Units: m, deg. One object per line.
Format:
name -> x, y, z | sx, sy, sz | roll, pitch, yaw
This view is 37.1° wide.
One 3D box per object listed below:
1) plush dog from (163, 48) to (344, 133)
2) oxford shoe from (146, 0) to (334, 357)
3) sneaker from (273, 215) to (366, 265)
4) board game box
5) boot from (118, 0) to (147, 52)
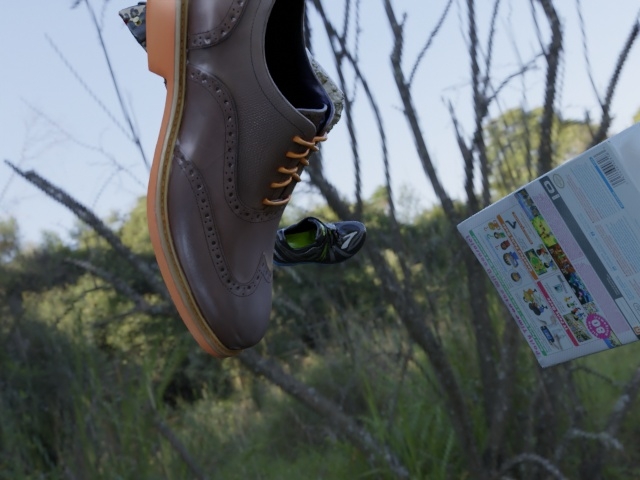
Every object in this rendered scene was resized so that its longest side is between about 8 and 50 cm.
plush dog -> -0.126, -0.243, 1.445 | 0.225, 0.262, 0.210 | -37, -18, 10
oxford shoe -> -0.061, -0.068, 0.801 | 0.132, 0.364, 0.130 | 4, 19, 22
sneaker -> 0.000, 0.000, 1.554 | 0.188, 0.067, 0.078 | -7, -24, -31
board game box -> 0.328, 0.013, 1.139 | 0.097, 0.224, 0.303 | -29, -2, -31
boot -> -0.253, -0.490, 1.794 | 0.284, 0.377, 0.138 | -34, 18, -2
